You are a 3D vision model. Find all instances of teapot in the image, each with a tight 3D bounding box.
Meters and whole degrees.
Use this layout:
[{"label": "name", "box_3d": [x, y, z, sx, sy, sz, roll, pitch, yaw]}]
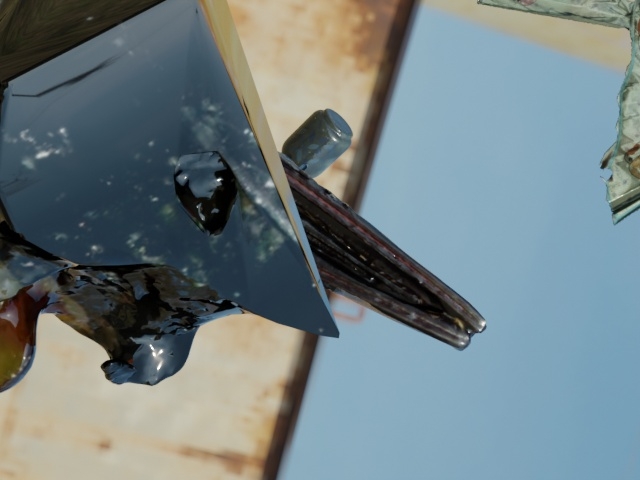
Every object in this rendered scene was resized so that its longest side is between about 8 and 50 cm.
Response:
[{"label": "teapot", "box_3d": [-0.007, -0.083, 1.897, 0.083, 0.049, 0.063, -44, -139, 19]}]

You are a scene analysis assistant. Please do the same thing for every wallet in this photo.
[{"label": "wallet", "box_3d": [0.000, 0.000, 1.447, 0.071, 0.262, 0.221, -58, 180, -2]}]

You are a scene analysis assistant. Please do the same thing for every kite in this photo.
[{"label": "kite", "box_3d": [0.329, -0.204, 1.816, 0.014, 0.368, 0.406, 89, 11, -79]}]

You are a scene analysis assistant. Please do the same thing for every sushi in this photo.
[{"label": "sushi", "box_3d": [-0.143, -0.047, 0.892, 0.227, 0.212, 0.215, 55, -11, 46]}]
